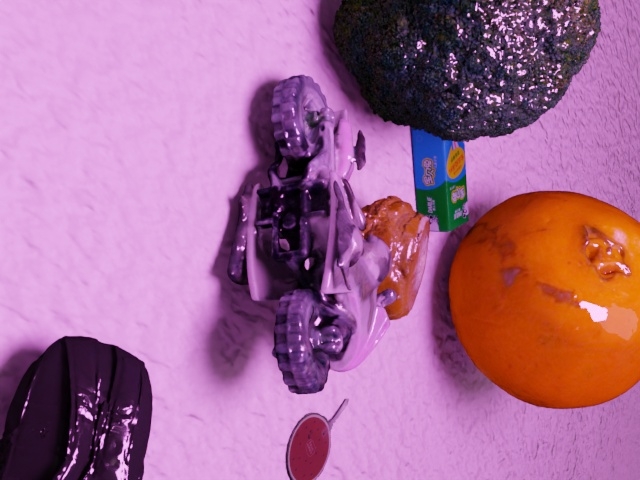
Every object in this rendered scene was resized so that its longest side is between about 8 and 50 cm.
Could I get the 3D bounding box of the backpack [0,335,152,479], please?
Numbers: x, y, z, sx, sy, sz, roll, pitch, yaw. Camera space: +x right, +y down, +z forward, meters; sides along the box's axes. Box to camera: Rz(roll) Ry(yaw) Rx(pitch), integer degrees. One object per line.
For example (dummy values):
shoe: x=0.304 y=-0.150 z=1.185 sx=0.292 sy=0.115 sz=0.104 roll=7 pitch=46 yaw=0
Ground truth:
backpack: x=-0.193 y=0.162 z=0.681 sx=0.120 sy=0.105 sz=0.165 roll=30 pitch=51 yaw=-29

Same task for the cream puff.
cream puff: x=0.070 y=0.018 z=1.027 sx=0.126 sy=0.103 sz=0.144 roll=-30 pitch=133 yaw=-71

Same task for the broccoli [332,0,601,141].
broccoli: x=0.162 y=-0.246 z=1.000 sx=0.297 sy=0.297 sz=0.298 roll=43 pitch=45 yaw=-48

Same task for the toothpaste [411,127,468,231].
toothpaste: x=0.157 y=-0.148 z=1.175 sx=0.065 sy=0.050 sz=0.267 roll=-27 pitch=116 yaw=-53

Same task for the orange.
orange: x=0.329 y=0.081 z=1.230 sx=0.312 sy=0.312 sz=0.312 roll=-9 pitch=101 yaw=-54

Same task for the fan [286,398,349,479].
fan: x=0.000 y=0.230 z=1.039 sx=0.133 sy=0.005 sz=0.085 roll=-43 pitch=126 yaw=-42

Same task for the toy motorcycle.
toy motorcycle: x=0.000 y=0.000 z=0.914 sx=0.188 sy=0.143 sz=0.327 roll=33 pitch=52 yaw=-60
